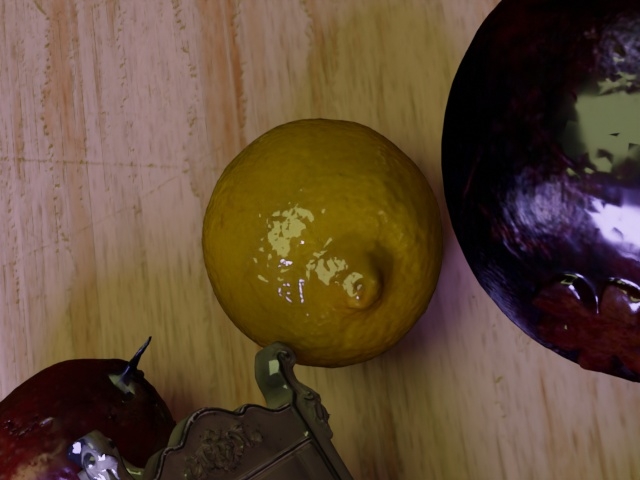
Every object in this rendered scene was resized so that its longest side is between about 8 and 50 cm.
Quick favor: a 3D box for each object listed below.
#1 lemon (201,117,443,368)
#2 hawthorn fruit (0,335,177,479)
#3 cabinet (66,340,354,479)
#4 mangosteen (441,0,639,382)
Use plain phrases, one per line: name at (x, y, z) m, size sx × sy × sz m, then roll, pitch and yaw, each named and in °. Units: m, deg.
lemon at (0.000, 0.000, 1.369) m, size 0.187 × 0.187 × 0.244 m, roll -55°, pitch 21°, yaw 11°
hawthorn fruit at (-0.190, 0.175, 1.460) m, size 0.235 × 0.181 × 0.181 m, roll -51°, pitch 54°, yaw 20°
cabinet at (-0.075, 0.275, 1.212) m, size 0.227 × 0.290 × 0.318 m, roll -33°, pitch 85°, yaw 26°
mangosteen at (0.242, -0.072, 1.159) m, size 0.307 × 0.307 × 0.347 m, roll 7°, pitch 53°, yaw 38°
